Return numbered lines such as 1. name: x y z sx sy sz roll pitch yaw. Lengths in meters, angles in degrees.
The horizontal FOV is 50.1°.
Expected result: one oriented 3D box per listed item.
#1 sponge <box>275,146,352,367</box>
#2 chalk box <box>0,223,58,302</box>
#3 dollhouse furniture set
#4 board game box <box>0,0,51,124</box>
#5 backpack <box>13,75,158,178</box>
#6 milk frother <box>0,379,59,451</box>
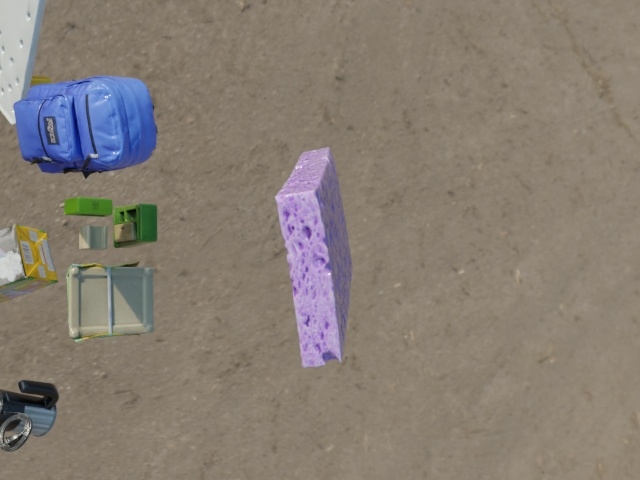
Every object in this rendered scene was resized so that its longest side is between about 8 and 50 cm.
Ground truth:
1. sponge: 0.000 0.000 0.532 0.210 0.031 0.117 -74 156 -74
2. chalk box: -0.737 0.064 1.561 0.132 0.213 0.132 33 39 -77
3. dollhouse furniture set: -0.482 0.064 1.516 0.197 0.151 0.301 2 85 -41
4. board game box: -0.449 -0.426 0.956 0.050 0.390 0.390 -10 47 -45
5. backpack: -0.226 -0.108 0.669 0.101 0.120 0.098 -37 125 -58
6. milk frother: -0.583 0.358 1.348 0.135 0.129 0.143 33 32 -54
